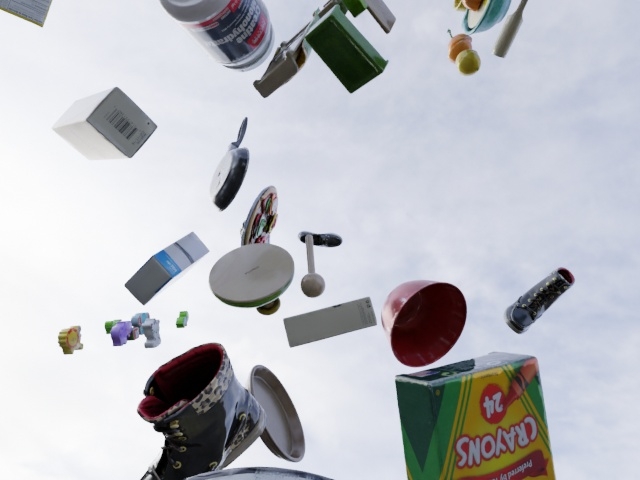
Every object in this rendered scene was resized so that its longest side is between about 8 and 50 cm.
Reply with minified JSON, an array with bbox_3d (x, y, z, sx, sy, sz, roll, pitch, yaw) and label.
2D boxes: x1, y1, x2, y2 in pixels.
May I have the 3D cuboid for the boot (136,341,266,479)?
[{"bbox_3d":[-0.281,0.391,0.906,0.138,0.377,0.284,31,-35,36],"label":"boot"}]

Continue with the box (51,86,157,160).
[{"bbox_3d":[-0.596,-0.310,1.288,0.311,0.121,0.148,7,-31,47],"label":"box"}]

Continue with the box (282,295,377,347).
[{"bbox_3d":[0.027,0.251,1.451,0.275,0.113,0.094,-13,-99,-6],"label":"box"}]

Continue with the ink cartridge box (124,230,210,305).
[{"bbox_3d":[-0.404,0.070,1.255,0.140,0.190,0.082,-39,-86,26],"label":"ink cartridge box"}]

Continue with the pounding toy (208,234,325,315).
[{"bbox_3d":[-0.112,0.097,1.017,0.237,0.183,0.110,-11,-52,-4],"label":"pounding toy"}]

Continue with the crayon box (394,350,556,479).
[{"bbox_3d":[0.221,0.328,0.637,0.202,0.318,0.081,-4,-5,-28],"label":"crayon box"}]

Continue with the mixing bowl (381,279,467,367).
[{"bbox_3d":[0.188,0.148,0.937,0.182,0.098,0.181,-10,-67,-25],"label":"mixing bowl"}]

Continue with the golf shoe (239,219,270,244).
[{"bbox_3d":[-0.211,0.042,1.672,0.105,0.120,0.272,-18,-50,-14],"label":"golf shoe"}]

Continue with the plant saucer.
[{"bbox_3d":[-0.127,0.472,1.283,0.041,0.278,0.278,-31,-64,5],"label":"plant saucer"}]

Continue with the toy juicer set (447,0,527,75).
[{"bbox_3d":[0.321,-0.448,0.958,0.090,0.329,0.209,13,-74,-8],"label":"toy juicer set"}]

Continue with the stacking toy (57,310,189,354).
[{"bbox_3d":[-0.371,0.168,0.924,0.167,0.221,0.052,-5,-88,3],"label":"stacking toy"}]

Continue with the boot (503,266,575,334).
[{"bbox_3d":[0.656,0.175,1.413,0.085,0.236,0.178,47,-51,19],"label":"boot"}]

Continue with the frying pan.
[{"bbox_3d":[-0.240,-0.235,1.328,0.053,0.326,0.197,22,-13,-30],"label":"frying pan"}]

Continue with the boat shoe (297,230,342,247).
[{"bbox_3d":[0.000,0.000,1.452,0.142,0.040,0.049,6,-72,-7],"label":"boat shoe"}]

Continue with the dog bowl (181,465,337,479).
[{"bbox_3d":[-0.056,0.422,0.393,0.408,0.150,0.407,0,-86,3],"label":"dog bowl"}]

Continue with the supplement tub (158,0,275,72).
[{"bbox_3d":[-0.231,-0.533,1.096,0.191,0.272,0.191,-2,-98,16],"label":"supplement tub"}]

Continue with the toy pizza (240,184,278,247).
[{"bbox_3d":[-0.144,-0.041,1.194,0.032,0.201,0.201,20,-52,10],"label":"toy pizza"}]

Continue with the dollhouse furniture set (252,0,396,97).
[{"bbox_3d":[0.011,-0.414,1.060,0.151,0.197,0.302,41,-37,-24],"label":"dollhouse furniture set"}]

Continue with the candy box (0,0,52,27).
[{"bbox_3d":[-0.532,-0.436,0.754,0.027,0.206,0.105,40,-73,24],"label":"candy box"}]
